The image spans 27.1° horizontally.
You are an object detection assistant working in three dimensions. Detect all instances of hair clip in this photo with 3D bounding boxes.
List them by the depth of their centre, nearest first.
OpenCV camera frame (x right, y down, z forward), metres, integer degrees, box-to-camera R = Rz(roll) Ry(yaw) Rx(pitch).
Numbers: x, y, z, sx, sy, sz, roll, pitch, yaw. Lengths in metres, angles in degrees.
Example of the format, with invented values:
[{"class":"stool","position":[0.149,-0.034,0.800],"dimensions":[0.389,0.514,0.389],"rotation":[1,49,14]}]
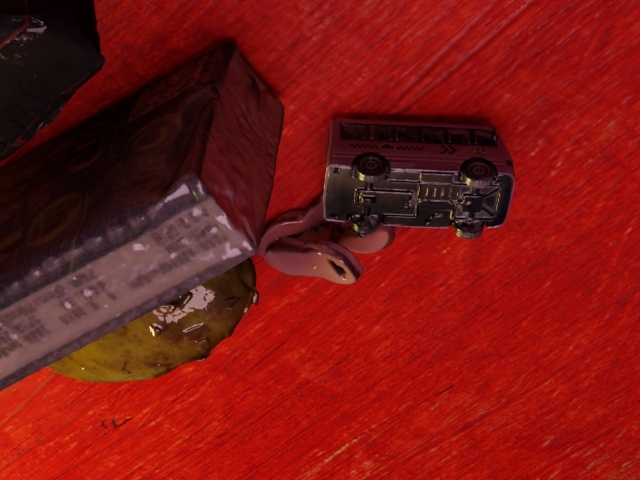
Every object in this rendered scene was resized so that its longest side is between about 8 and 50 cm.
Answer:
[{"class":"hair clip","position":[0.004,-0.009,1.521],"dimensions":[0.138,0.102,0.123],"rotation":[1,140,43]}]

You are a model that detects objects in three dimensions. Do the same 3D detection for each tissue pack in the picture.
[{"class":"tissue pack","position":[-0.234,-0.018,1.327],"dimensions":[0.394,0.288,0.124],"rotation":[-27,118,19]}]

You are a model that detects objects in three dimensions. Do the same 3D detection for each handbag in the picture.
[{"class":"handbag","position":[-0.308,-0.184,1.255],"dimensions":[0.215,0.169,0.155],"rotation":[-36,140,25]}]

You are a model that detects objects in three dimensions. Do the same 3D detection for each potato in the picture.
[{"class":"potato","position":[-0.207,0.080,1.517],"dimensions":[0.298,0.141,0.176],"rotation":[-31,116,22]}]

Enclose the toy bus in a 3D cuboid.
[{"class":"toy bus","position":[0.103,-0.071,1.417],"dimensions":[0.199,0.108,0.096],"rotation":[2,136,-2]}]
